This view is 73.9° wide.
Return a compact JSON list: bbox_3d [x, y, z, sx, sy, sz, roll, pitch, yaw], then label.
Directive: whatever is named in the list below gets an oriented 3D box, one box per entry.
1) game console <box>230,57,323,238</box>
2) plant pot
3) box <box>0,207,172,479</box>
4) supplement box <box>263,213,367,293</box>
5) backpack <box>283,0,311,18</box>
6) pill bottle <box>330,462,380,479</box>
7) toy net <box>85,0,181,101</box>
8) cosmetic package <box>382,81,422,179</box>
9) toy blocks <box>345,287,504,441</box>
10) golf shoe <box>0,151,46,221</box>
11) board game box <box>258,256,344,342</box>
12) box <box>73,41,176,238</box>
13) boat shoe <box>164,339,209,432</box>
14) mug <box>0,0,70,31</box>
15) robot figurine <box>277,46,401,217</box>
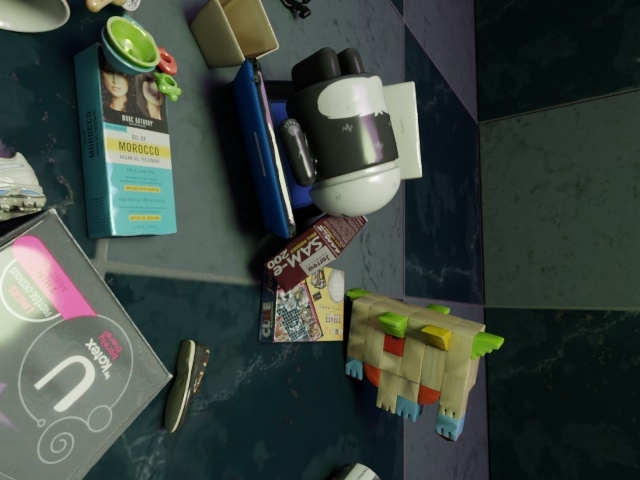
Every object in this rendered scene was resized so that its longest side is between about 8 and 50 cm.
[{"bbox_3d":[-0.050,-0.170,0.799,0.173,0.250,0.293,-16,101,-18],"label":"game console"},{"bbox_3d":[-0.156,-0.359,0.735,0.109,0.096,0.109,-52,127,-44],"label":"plant pot"},{"bbox_3d":[-0.285,0.090,0.339,0.143,0.270,0.165,-51,127,-45],"label":"box"},{"bbox_3d":[0.000,0.000,0.835,0.073,0.130,0.239,52,25,-3],"label":"supplement box"},{"bbox_3d":[-0.054,-0.644,0.838,0.263,0.213,0.276,5,85,-45],"label":"backpack"},{"bbox_3d":[0.030,0.581,0.865,0.246,0.131,0.130,-15,99,-56],"label":"pill bottle"},{"bbox_3d":[-0.247,-0.301,0.567,0.122,0.045,0.232,6,59,-53],"label":"toy net"},{"bbox_3d":[0.157,-0.244,1.024,0.365,0.155,0.196,-44,127,-73],"label":"cosmetic package"},{"bbox_3d":[0.208,0.291,1.001,0.191,0.382,0.260,-10,110,-55],"label":"toy blocks"},{"bbox_3d":[-0.379,-0.060,0.422,0.176,0.069,0.086,-3,68,-59],"label":"golf shoe"},{"bbox_3d":[-0.031,0.132,0.907,0.243,0.042,0.165,18,71,-53],"label":"board game box"},{"bbox_3d":[-0.263,-0.127,0.582,0.100,0.060,0.244,-5,91,-56],"label":"box"},{"bbox_3d":[-0.200,0.220,0.644,0.042,0.049,0.133,31,56,-41],"label":"boat shoe"},{"bbox_3d":[-0.351,-0.334,0.440,0.150,0.113,0.169,-2,85,-57],"label":"mug"},{"bbox_3d":[0.037,-0.178,0.738,0.173,0.209,0.278,-118,-167,-81],"label":"robot figurine"}]
